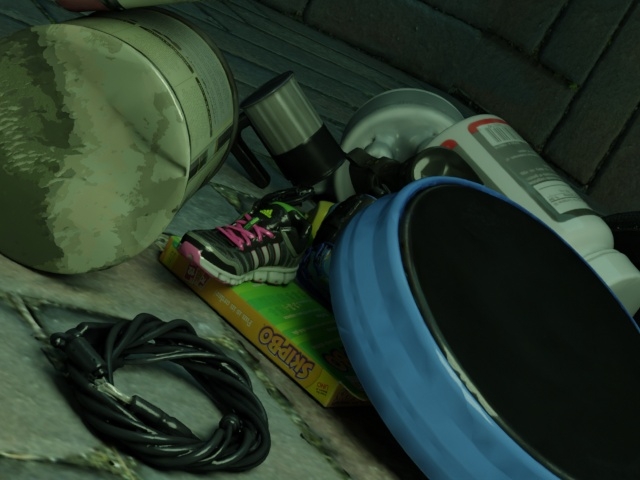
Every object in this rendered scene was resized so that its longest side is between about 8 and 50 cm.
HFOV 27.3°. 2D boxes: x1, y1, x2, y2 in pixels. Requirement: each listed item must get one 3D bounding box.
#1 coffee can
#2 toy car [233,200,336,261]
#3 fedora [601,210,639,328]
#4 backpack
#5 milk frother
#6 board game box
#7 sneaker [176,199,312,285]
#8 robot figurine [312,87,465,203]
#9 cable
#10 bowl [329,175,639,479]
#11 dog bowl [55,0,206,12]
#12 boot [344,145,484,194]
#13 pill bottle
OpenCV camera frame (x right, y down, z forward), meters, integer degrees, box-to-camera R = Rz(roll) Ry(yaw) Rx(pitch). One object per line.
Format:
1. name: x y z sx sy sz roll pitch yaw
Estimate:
1. coffee can: -0.190 -0.101 1.161 0.202 0.201 0.275 30 13 -3
2. toy car: 0.000 0.000 1.522 0.225 0.053 0.239 18 18 -42
3. fedora: 0.396 0.123 1.602 0.334 0.334 0.152 42 -12 40
4. backpack: 0.052 0.032 1.374 0.158 0.117 0.173 41 -15 -10
5. milk frother: -0.047 -0.121 1.662 0.134 0.129 0.143 55 -1 -16
6. board game box: -0.026 0.080 1.221 0.259 0.039 0.124 36 15 32
7. sneaker: -0.065 -0.003 1.211 0.063 0.074 0.170 38 17 30
8. robot figurine: 0.122 -0.105 1.845 0.300 0.199 0.353 -1 13 3
9. cable: -0.098 0.108 0.940 0.150 0.047 0.184 40 16 33
10. bowl: 0.182 0.104 1.188 0.391 0.077 0.391 32 34 -24
11. dog bowl: -0.200 -0.369 1.075 0.408 0.150 0.407 -19 90 -88
12. boot: 0.135 -0.001 1.486 0.263 0.091 0.229 61 -16 -7
13. pill bottle: 0.239 -0.003 1.548 0.161 0.161 0.283 13 32 -52
